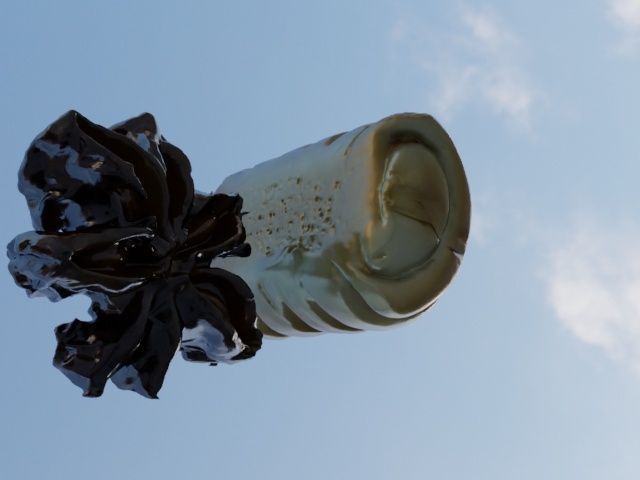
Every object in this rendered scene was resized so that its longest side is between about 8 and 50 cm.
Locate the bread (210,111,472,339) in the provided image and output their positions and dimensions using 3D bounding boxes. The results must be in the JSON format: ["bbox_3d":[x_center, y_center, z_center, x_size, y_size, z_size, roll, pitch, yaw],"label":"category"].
[{"bbox_3d":[0.000,0.000,0.856,0.121,0.311,0.172,23,-110,-34],"label":"bread"}]

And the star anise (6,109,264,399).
[{"bbox_3d":[-0.131,0.018,0.686,0.220,0.126,0.190,53,-156,-39],"label":"star anise"}]
